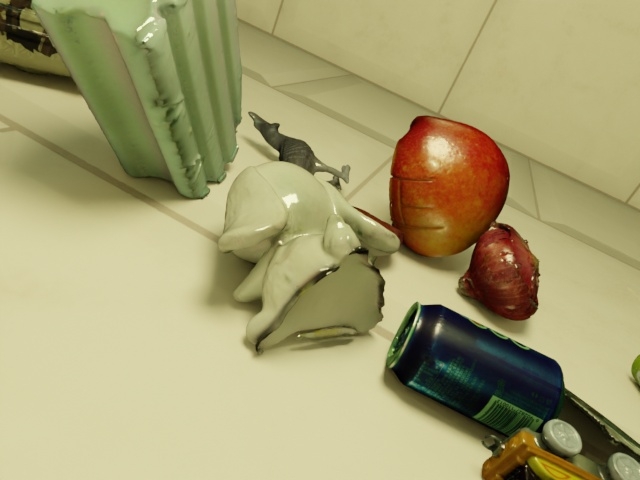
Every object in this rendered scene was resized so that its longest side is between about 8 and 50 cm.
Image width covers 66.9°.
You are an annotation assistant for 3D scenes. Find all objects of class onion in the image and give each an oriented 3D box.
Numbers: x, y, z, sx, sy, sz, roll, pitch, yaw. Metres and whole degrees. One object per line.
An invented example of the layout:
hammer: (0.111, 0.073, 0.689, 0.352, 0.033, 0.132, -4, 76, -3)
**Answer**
onion: (0.326, 0.061, 0.890, 0.147, 0.183, 0.184, -13, 18, 21)

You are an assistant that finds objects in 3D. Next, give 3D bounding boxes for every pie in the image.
pie: (0.068, -0.033, 0.883, 0.183, 0.049, 0.182, 23, 4, -2)

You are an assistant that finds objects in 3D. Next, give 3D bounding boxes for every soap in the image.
soap: (-0.235, -0.251, 0.769, 0.156, 0.446, 0.261, 15, 66, 4)

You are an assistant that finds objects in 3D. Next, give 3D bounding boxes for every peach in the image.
peach: (0.246, -0.117, 0.958, 0.246, 0.274, 0.248, -14, 39, 7)

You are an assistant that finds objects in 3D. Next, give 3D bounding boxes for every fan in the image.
fan: (0.359, 0.228, 0.641, 0.294, 0.012, 0.223, 34, 7, -29)

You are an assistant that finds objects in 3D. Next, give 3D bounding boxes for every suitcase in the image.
suitcase: (-0.599, -0.461, 1.029, 0.352, 0.193, 0.339, 6, 26, -32)

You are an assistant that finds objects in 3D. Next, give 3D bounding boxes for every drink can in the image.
drink can: (0.194, 0.164, 0.620, 0.205, 0.118, 0.118, 27, 28, 3)

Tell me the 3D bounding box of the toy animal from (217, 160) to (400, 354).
toy animal: (-0.036, 0.003, 0.663, 0.289, 0.174, 0.249, 38, 30, 23)

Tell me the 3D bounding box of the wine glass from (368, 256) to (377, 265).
wine glass: (0.000, 0.000, 0.822, 0.198, 0.066, 0.066, 24, 27, 3)

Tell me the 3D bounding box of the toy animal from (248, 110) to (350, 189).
toy animal: (-0.029, -0.152, 1.050, 0.206, 0.081, 0.367, 10, 38, -33)

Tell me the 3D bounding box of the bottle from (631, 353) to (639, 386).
bottle: (0.591, 0.298, 0.720, 0.093, 0.093, 0.330, 21, 27, -7)

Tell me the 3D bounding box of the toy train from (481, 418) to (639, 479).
toy train: (0.271, 0.280, 0.512, 0.219, 0.089, 0.127, 27, 38, 4)
